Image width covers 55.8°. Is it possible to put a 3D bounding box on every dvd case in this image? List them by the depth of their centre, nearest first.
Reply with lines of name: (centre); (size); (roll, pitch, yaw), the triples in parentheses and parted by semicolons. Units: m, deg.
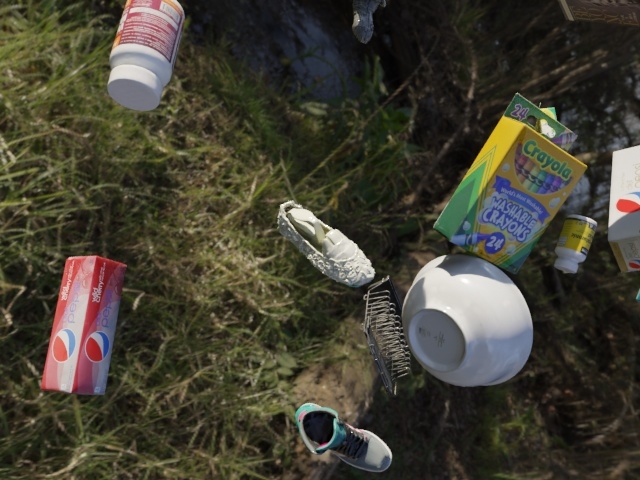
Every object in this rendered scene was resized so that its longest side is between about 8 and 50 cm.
dvd case: (0.604, -0.503, 1.275); (0.164, 0.221, 0.018); (25, 91, -51)

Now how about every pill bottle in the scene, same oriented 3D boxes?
pill bottle: (-0.350, -0.379, 1.210); (0.121, 0.121, 0.221); (31, 56, -44)
pill bottle: (0.543, 0.008, 1.297); (0.065, 0.065, 0.116); (26, 83, -46)

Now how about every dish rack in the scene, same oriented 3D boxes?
dish rack: (0.165, 0.231, 1.467); (0.271, 0.074, 0.208); (-68, 136, -68)

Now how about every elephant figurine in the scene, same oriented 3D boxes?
elephant figurine: (0.106, -0.508, 1.081); (0.239, 0.169, 0.186); (-89, 154, -47)

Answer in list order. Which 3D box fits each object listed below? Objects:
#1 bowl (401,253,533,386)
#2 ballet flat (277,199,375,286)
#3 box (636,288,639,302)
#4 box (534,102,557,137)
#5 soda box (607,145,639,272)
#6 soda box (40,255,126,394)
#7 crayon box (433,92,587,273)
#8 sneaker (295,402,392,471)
bowl: (0.278, 0.186, 1.270); (0.134, 0.298, 0.298); (-18, 87, -46)
ballet flat: (0.000, 0.000, 1.933); (0.409, 0.147, 0.147); (35, 17, 32)
box: (0.467, -0.033, 0.740); (0.100, 0.060, 0.244); (-9, 117, -55)
box: (0.569, -0.249, 1.519); (0.105, 0.043, 0.179); (67, 21, -63)
soda box: (0.494, -0.055, 0.936); (0.074, 0.069, 0.216); (52, 44, -29)
soda box: (-0.463, 0.166, 1.189); (0.083, 0.092, 0.263); (28, 63, -57)
crayon box: (0.407, -0.111, 1.260); (0.203, 0.323, 0.083); (24, 13, -27)
sneaker: (0.058, 0.536, 1.631); (0.124, 0.295, 0.178); (-63, 169, -7)
